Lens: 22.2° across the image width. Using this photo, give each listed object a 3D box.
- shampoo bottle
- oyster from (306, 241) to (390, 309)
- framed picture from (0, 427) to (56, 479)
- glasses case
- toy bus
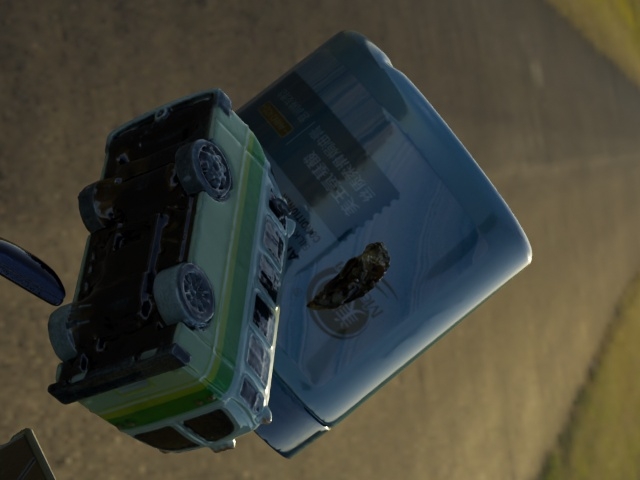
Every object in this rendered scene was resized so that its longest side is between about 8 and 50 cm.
[{"bbox_3d":[0.000,0.000,1.740,0.331,0.343,0.331,52,0,0],"label":"shampoo bottle"},{"bbox_3d":[0.021,0.033,1.365,0.019,0.083,0.054,44,21,-24],"label":"oyster"},{"bbox_3d":[-0.451,0.385,2.043,0.211,0.290,0.020,56,-5,33],"label":"framed picture"},{"bbox_3d":[-0.219,0.017,1.188,0.083,0.023,0.033,37,9,-35],"label":"glasses case"},{"bbox_3d":[-0.110,0.029,1.330,0.164,0.134,0.276,47,37,-38],"label":"toy bus"}]
